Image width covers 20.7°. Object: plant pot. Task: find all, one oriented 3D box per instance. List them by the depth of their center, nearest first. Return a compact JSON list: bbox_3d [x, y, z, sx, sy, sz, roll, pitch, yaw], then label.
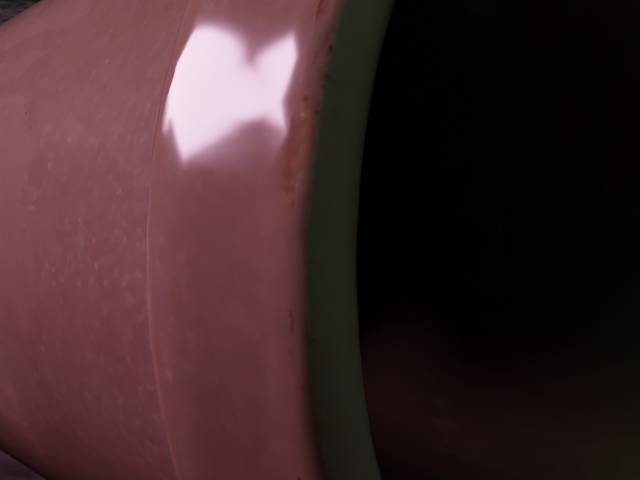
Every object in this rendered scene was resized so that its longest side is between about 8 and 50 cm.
[{"bbox_3d":[0.000,0.000,0.501,0.229,0.263,0.263,2,13,40],"label":"plant pot"}]
